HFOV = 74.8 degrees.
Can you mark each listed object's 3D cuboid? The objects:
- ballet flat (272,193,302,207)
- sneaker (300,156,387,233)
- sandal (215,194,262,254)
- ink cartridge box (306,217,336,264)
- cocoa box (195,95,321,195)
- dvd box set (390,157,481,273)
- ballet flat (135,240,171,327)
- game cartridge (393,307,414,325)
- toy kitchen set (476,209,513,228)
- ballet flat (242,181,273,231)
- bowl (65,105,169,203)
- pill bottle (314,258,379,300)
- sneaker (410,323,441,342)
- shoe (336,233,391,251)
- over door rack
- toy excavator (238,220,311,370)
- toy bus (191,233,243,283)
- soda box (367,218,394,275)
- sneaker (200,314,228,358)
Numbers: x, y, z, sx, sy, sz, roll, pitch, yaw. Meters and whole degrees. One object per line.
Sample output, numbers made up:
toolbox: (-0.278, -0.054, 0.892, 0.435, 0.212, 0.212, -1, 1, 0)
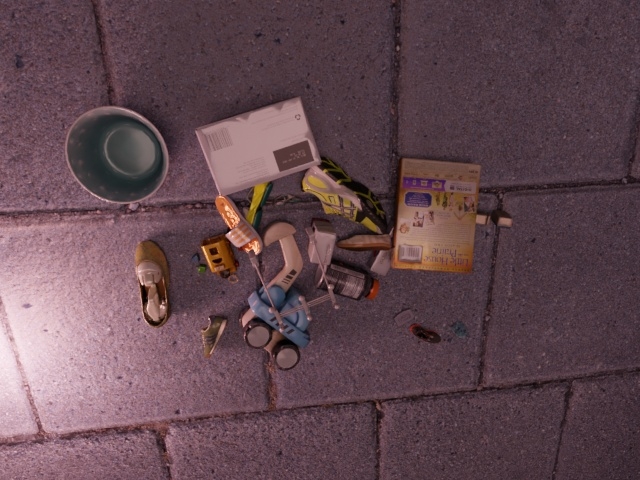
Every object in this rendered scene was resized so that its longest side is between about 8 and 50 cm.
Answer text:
ballet flat: (-0.129, -0.155, 1.586, 0.115, 0.041, 0.041, -14, 110, -3)
sneaker: (0.096, -0.150, 1.582, 0.385, 0.145, 0.147, 40, 121, -15)
sandal: (-0.320, -0.048, 1.532, 0.102, 0.076, 0.265, -40, 86, 36)
ink cartridge box: (0.000, 0.000, 1.581, 0.073, 0.175, 0.127, 9, 107, -10)
cocoa box: (-0.203, -0.325, 1.415, 0.348, 0.228, 0.231, -18, 110, -1)
dvd box set: (0.437, -0.092, 1.594, 0.309, 0.062, 0.419, 3, 92, -3)
ballet flat: (-0.639, 0.177, 1.595, 0.124, 0.123, 0.347, -3, 109, -6)
game cartridge: (0.364, 0.333, 1.829, 0.083, 0.017, 0.055, -30, 113, 4)
toy kitchen set: (0.644, -0.039, 1.702, 0.208, 0.122, 0.165, 9, 109, 11)
ballet flat: (-0.248, -0.128, 1.568, 0.077, 0.077, 0.230, 24, 105, 7)
bowl: (-0.655, -0.293, 1.404, 0.312, 0.163, 0.310, -2, 110, -7)
pill bottle: (0.109, 0.164, 1.677, 0.246, 0.130, 0.130, 19, 106, -13)
sneaker: (0.469, 0.427, 1.847, 0.158, 0.065, 0.061, 23, 105, -14)
shoe: (0.170, 0.007, 1.645, 0.219, 0.076, 0.058, 0, 74, 20)
over door rack: (-0.086, 0.148, 1.463, 0.240, 0.108, 0.323, -21, 110, -6)
toy excavator: (-0.151, 0.203, 1.642, 0.433, 0.222, 0.445, 42, 86, -17)
toy bus: (-0.379, 0.078, 1.593, 0.202, 0.104, 0.190, 26, 108, -15)
soda box: (0.271, 0.029, 1.683, 0.074, 0.069, 0.216, 23, 105, -14)
sneaker: (-0.456, 0.389, 1.723, 0.086, 0.064, 0.192, 26, 104, -7)
